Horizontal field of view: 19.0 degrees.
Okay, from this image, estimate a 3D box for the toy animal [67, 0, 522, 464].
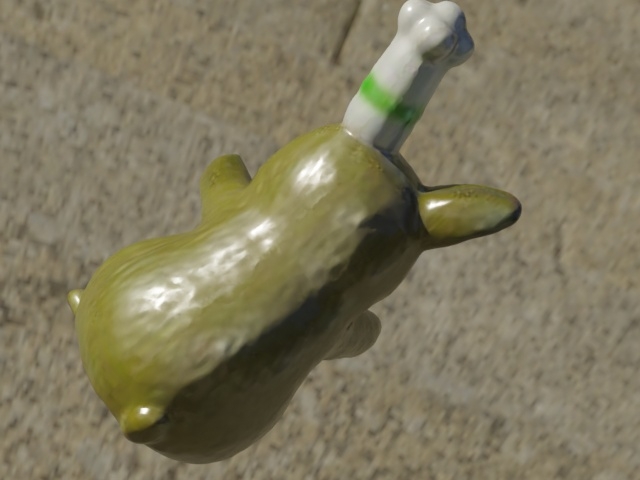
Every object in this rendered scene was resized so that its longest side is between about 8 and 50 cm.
[{"bbox_3d":[-0.006,0.004,1.353,0.363,0.180,0.181,-41,95,-1],"label":"toy animal"}]
